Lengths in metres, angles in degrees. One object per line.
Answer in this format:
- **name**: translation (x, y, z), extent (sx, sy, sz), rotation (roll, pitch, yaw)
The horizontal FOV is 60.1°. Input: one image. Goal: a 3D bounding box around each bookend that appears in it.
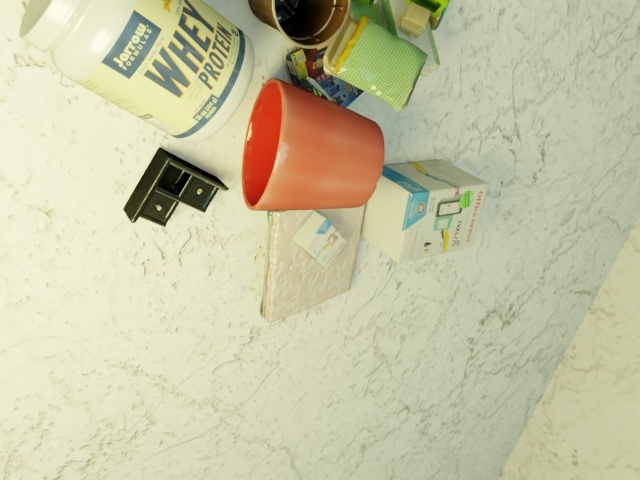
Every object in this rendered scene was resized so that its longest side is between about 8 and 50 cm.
- **bookend**: translation (-0.309, -0.090, 1.187), extent (0.156, 0.072, 0.157), rotation (28, 99, -41)

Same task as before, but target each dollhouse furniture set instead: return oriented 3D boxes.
- **dollhouse furniture set**: translation (0.150, -0.450, 1.115), extent (0.197, 0.151, 0.301), rotation (24, 70, -3)

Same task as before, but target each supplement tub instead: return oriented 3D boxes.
- **supplement tub**: translation (-0.301, -0.337, 0.942), extent (0.325, 0.235, 0.235), rotation (27, 99, -41)

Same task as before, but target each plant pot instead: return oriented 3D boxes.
- **plant pot**: translation (-0.015, -0.181, 1.171), extent (0.243, 0.275, 0.275), rotation (8, 112, -22)
- **plant pot**: translation (-0.055, -0.473, 1.077), extent (0.167, 0.165, 0.167), rotation (-17, 123, -27)

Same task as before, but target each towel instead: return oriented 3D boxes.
- **towel**: translation (-0.015, 0.029, 1.429), extent (0.317, 0.053, 0.332), rotation (-19, 129, -39)

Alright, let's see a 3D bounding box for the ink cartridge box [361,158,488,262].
- **ink cartridge box**: translation (0.272, -0.088, 1.496), extent (0.270, 0.197, 0.198), rotation (-10, 121, -30)

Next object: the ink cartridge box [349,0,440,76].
- **ink cartridge box**: translation (0.151, -0.469, 1.229), extent (0.235, 0.056, 0.171), rotation (2, 71, -36)

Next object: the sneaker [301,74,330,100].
- **sneaker**: translation (-0.011, -0.323, 1.206), extent (0.035, 0.031, 0.083), rotation (-43, 128, 12)

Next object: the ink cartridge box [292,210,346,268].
- **ink cartridge box**: translation (0.000, 0.000, 1.341), extent (0.088, 0.052, 0.122), rotation (-53, 143, -7)

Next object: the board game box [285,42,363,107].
- **board game box**: translation (0.029, -0.377, 1.260), extent (0.194, 0.060, 0.194), rotation (-33, 129, -16)

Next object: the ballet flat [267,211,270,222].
- **ballet flat**: translation (-0.103, -0.086, 1.337), extent (0.070, 0.070, 0.188), rotation (-24, 136, -21)

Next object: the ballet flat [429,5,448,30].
- **ballet flat**: translation (0.280, -0.614, 1.295), extent (0.073, 0.080, 0.232), rotation (17, 102, -15)
